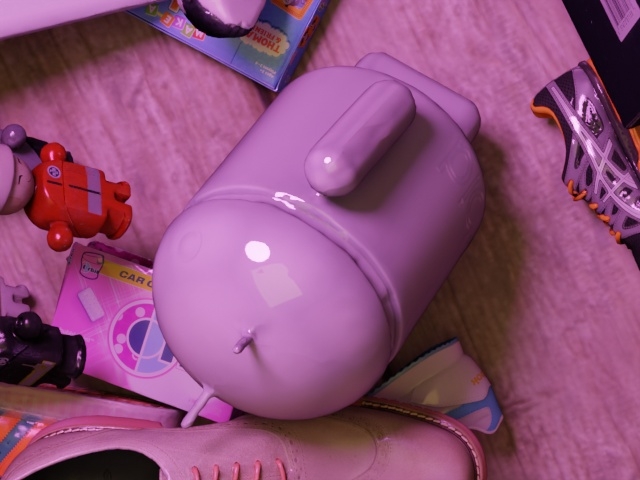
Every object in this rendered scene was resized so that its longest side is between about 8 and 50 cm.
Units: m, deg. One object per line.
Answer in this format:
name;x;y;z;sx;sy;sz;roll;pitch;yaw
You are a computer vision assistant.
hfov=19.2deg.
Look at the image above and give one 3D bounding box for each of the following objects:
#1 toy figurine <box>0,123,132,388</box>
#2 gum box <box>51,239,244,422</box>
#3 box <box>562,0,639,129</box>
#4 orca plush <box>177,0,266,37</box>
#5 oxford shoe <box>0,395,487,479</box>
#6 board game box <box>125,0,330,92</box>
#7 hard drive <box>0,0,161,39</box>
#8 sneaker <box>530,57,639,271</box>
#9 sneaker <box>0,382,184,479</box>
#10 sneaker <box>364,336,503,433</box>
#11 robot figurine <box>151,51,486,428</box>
toy figurine;-0.277;0.007;1.591;0.148;0.209;0.213;14;100;-33
gum box;-0.144;0.077;1.653;0.188;0.062;0.107;19;95;9
box;0.348;-0.249;1.377;0.312;0.343;0.179;-24;84;-3
orca plush;-0.117;-0.300;1.579;0.102;0.151;0.287;-17;91;43
oxford shoe;-0.067;0.207;1.513;0.397;0.146;0.140;-7;94;9
board game box;-0.056;-0.257;1.637;0.160;0.039;0.211;29;96;9
hard drive;-0.321;-0.273;1.572;0.353;0.047;0.233;-15;96;-10
sneaker;0.244;-0.048;1.571;0.083;0.084;0.215;-22;78;11
sneaker;-0.274;0.182;1.659;0.302;0.108;0.121;8;89;9
sneaker;0.047;0.181;1.610;0.229;0.087;0.092;-37;87;12
robot figurine;0.000;0.000;1.494;0.200;0.353;0.300;28;141;11
